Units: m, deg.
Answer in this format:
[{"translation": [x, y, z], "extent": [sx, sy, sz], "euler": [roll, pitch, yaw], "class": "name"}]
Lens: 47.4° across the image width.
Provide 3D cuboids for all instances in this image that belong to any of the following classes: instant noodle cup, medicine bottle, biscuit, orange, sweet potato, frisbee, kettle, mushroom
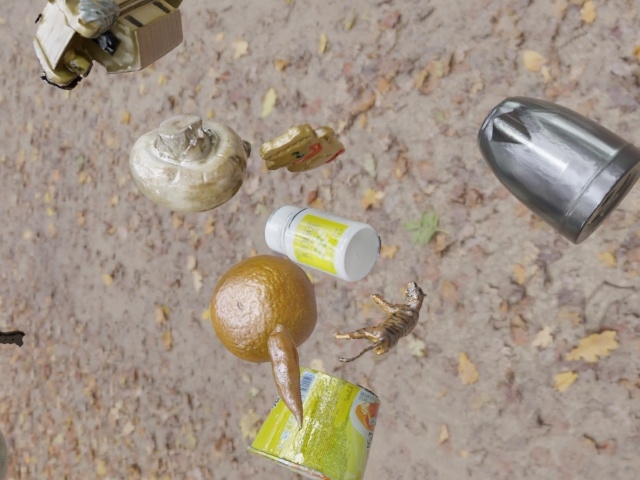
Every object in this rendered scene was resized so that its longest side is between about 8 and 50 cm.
[{"translation": [-0.001, 0.396, 1.537], "extent": [0.264, 0.264, 0.200], "euler": [-3, 60, 49], "class": "instant noodle cup"}, {"translation": [0.000, 0.000, 1.734], "extent": [0.258, 0.143, 0.143], "euler": [18, 100, 40], "class": "medicine bottle"}, {"translation": [-0.033, -0.186, 1.542], "extent": [0.166, 0.225, 0.036], "euler": [-27, 75, 17], "class": "biscuit"}, {"translation": [-0.160, 0.202, 2.174], "extent": [0.322, 0.357, 0.321], "euler": [-1, 86, 15], "class": "orange"}, {"translation": [-0.057, 0.237, 1.265], "extent": [0.056, 0.056, 0.194], "euler": [-34, 60, 43], "class": "sweet potato"}, {"translation": [-0.808, 0.237, 1.832], "extent": [0.012, 0.187, 0.210], "euler": [-3, 82, 19], "class": "frisbee"}, {"translation": [0.494, -0.177, 1.558], "extent": [0.324, 0.321, 0.228], "euler": [41, 110, 22], "class": "kettle"}, {"translation": [-0.263, -0.166, 1.493], "extent": [0.255, 0.255, 0.184], "euler": [33, 142, 46], "class": "mushroom"}]

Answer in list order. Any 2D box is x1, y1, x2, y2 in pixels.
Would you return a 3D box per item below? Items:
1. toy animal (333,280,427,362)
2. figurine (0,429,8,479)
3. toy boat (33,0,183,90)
[{"translation": [0.127, 0.196, 1.516], "extent": [0.116, 0.255, 0.114], "euler": [-15, 107, 44], "class": "toy animal"}, {"translation": [-0.573, 0.309, 1.095], "extent": [0.236, 0.176, 0.132], "euler": [21, 133, 27], "class": "figurine"}, {"translation": [-0.310, -0.367, 1.197], "extent": [0.136, 0.162, 0.445], "euler": [-50, 11, 29], "class": "toy boat"}]
